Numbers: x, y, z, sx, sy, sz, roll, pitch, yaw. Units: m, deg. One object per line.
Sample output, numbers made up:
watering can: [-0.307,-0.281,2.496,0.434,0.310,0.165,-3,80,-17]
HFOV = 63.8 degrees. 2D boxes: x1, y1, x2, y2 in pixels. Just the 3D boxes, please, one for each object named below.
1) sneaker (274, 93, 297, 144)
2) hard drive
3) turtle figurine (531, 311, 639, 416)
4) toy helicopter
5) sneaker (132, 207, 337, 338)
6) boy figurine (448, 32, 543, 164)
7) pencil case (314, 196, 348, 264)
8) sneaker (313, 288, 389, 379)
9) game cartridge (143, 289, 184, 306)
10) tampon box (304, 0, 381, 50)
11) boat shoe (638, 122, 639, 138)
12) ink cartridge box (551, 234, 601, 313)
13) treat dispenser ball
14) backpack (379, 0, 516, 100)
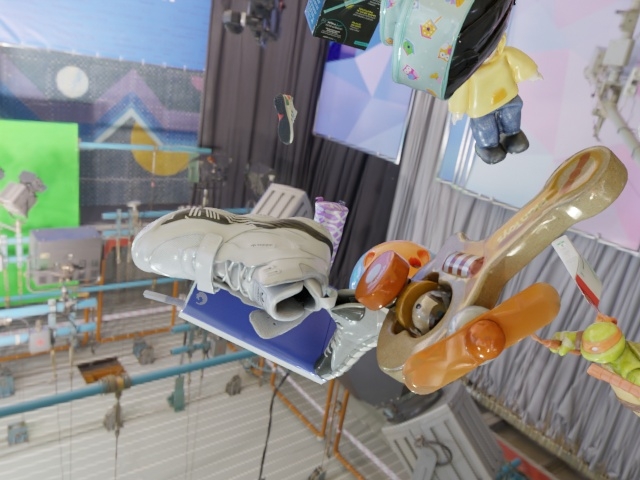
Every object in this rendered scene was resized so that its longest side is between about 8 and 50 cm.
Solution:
sneaker: [-0.100,-0.395,1.671,0.057,0.161,0.075,-4,-171,41]
hard drive: [-0.102,0.133,1.060,0.318,0.040,0.210,29,-130,-14]
turtle figurine: [0.322,0.149,0.517,0.217,0.087,0.269,49,-176,-9]
toy helicopter: [0.190,0.038,0.583,0.140,0.355,0.235,38,-157,-11]
sneaker: [-0.146,0.050,0.884,0.365,0.137,0.210,1,-148,-9]
boy figurine: [0.318,-0.281,0.936,0.177,0.285,0.092,-21,-136,8]
pencil case: [0.000,0.000,1.241,0.088,0.206,0.086,23,-166,29]
sneaker: [0.035,0.158,0.945,0.132,0.228,0.086,40,-152,-15]
game cartridge: [-0.299,0.113,0.995,0.056,0.017,0.083,16,170,13]
tampon box: [0.056,-0.469,0.972,0.120,0.161,0.101,7,-135,-23]
boat shoe: [0.592,-0.192,0.878,0.096,0.277,0.098,-17,-142,9]
ink cartridge box: [0.761,0.114,1.463,0.181,0.056,0.225,36,-152,-35]
treat dispenser ball: [0.224,0.142,1.454,0.288,0.288,0.288,9,-162,-3]
backpack: [0.151,-0.273,0.620,0.144,0.188,0.166,23,160,12]
